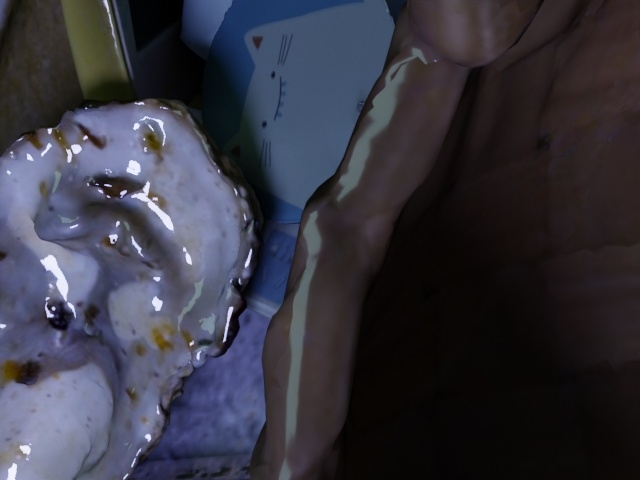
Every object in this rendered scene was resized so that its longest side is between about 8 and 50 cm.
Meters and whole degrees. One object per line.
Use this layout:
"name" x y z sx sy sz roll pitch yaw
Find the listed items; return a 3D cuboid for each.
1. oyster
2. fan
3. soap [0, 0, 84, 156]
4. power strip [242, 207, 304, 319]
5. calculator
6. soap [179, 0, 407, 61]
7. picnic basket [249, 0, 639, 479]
"oyster" -0.143 0.079 0.803 0.345 0.129 0.078 -56 8 20
"fan" 0.013 -0.056 0.735 0.175 0.005 0.113 20 100 41
"soap" -0.190 -0.166 0.977 0.293 0.156 0.335 -1 67 45
"power strip" 0.000 0.000 0.766 0.227 0.029 0.080 21 84 51
"calculator" -0.088 -0.158 0.801 0.033 0.236 0.157 -2 18 13
"soap" 0.030 -0.149 0.794 0.198 0.066 0.119 -23 51 38
"picnic basket" 0.137 0.012 0.321 0.293 0.337 0.337 36 97 12
